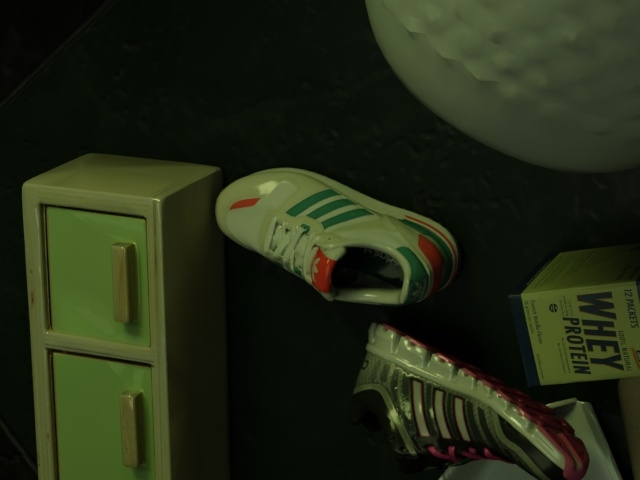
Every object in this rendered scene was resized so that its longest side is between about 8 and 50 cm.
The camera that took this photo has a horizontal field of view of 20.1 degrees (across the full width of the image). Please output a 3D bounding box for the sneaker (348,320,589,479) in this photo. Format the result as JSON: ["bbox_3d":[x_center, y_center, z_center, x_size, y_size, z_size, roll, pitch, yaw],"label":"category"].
[{"bbox_3d":[0.082,0.114,1.071,0.170,0.063,0.075,29,94,36],"label":"sneaker"}]

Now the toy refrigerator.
[{"bbox_3d":[-0.124,0.088,1.166,0.102,0.094,0.269,8,108,23],"label":"toy refrigerator"}]

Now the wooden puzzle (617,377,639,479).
[{"bbox_3d":[0.349,0.212,0.995,0.348,0.080,0.322,-7,103,27],"label":"wooden puzzle"}]

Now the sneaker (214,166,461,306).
[{"bbox_3d":[0.000,0.000,1.092,0.161,0.075,0.057,18,113,19],"label":"sneaker"}]

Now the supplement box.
[{"bbox_3d":[0.163,0.040,1.025,0.083,0.083,0.056,-8,104,25],"label":"supplement box"}]

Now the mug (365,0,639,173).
[{"bbox_3d":[0.199,-0.183,0.837,0.374,0.276,0.328,29,128,6],"label":"mug"}]

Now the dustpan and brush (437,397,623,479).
[{"bbox_3d":[0.092,0.199,1.111,0.211,0.060,0.147,-27,80,35],"label":"dustpan and brush"}]
